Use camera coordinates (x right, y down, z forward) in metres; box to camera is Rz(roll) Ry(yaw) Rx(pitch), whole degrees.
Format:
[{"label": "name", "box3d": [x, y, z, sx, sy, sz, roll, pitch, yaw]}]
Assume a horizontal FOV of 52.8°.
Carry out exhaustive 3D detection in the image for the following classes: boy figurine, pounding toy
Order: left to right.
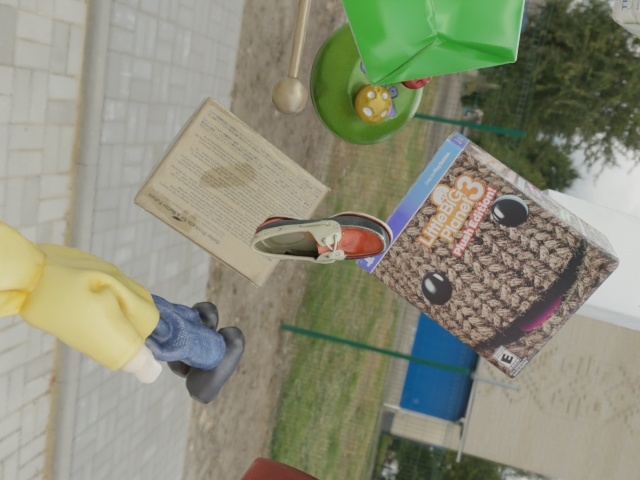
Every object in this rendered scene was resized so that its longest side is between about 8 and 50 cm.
[{"label": "boy figurine", "box3d": [-0.192, 0.062, 0.536, 0.285, 0.177, 0.092, 28, 94, -46]}, {"label": "pounding toy", "box3d": [0.066, -0.225, 0.900, 0.110, 0.236, 0.183, 35, -72, 60]}]

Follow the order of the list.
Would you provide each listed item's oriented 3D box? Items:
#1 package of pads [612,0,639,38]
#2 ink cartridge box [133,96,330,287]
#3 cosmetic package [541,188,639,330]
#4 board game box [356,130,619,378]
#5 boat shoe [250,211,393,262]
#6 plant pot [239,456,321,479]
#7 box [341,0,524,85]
[{"label": "package of pads", "box3d": [0.476, -0.382, 0.785, 0.229, 0.101, 0.297, 1, 106, -46]}, {"label": "ink cartridge box", "box3d": [-0.135, -0.074, 0.993, 0.193, 0.234, 0.088, -53, -161, 1]}, {"label": "cosmetic package", "box3d": [0.585, 0.051, 1.365, 0.156, 0.384, 0.217, 159, -57, -73]}, {"label": "board game box", "box3d": [0.246, 0.015, 0.975, 0.232, 0.291, 0.141, -56, 174, 20]}, {"label": "boat shoe", "box3d": [0.000, 0.000, 0.621, 0.043, 0.137, 0.049, -56, 146, -57]}, {"label": "plant pot", "box3d": [-0.041, 0.578, 1.148, 0.267, 0.235, 0.267, -46, 110, -44]}, {"label": "box", "box3d": [0.065, -0.271, 0.423, 0.262, 0.126, 0.231, 42, 42, -72]}]
